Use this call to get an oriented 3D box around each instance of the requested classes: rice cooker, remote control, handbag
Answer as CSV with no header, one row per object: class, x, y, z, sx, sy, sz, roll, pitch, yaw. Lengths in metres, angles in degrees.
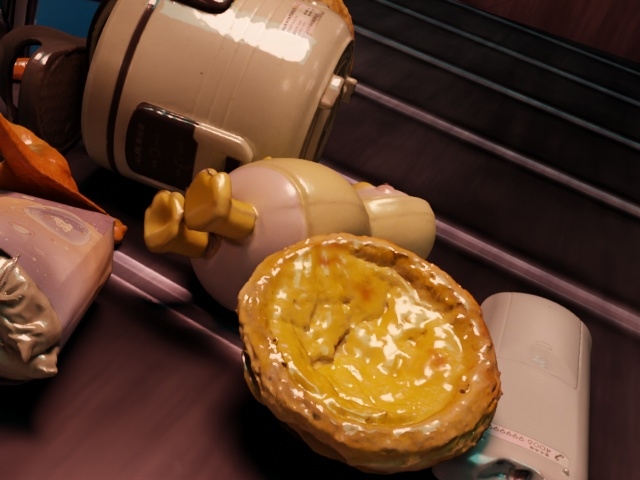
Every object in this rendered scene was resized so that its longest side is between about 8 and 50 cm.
rice cooker,-0.100,-0.139,0.899,0.244,0.226,0.226,24,24,6
remote control,0.157,0.109,0.739,0.103,0.051,0.293,22,24,8
handbag,-0.201,0.022,0.624,0.117,0.095,0.173,10,21,-3

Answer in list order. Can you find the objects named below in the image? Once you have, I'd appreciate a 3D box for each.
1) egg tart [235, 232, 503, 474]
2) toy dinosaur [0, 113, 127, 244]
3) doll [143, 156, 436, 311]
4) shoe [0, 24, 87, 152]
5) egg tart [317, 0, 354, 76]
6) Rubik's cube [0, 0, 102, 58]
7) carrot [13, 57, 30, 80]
egg tart,0.029,0.076,0.650,0.191,0.074,0.191,9,45,-9
toy dinosaur,-0.201,-0.039,0.714,0.142,0.057,0.212,36,-5,-12
doll,-0.004,-0.012,0.802,0.296,0.141,0.117,-8,74,-51
shoe,-0.270,-0.155,0.959,0.093,0.108,0.241,16,16,0
egg tart,-0.086,-0.234,1.047,0.288,0.288,0.118,20,51,4
Rubik's cube,-0.233,-0.371,1.238,0.283,0.289,0.293,4,24,-28
carrot,-0.314,-0.189,1.089,0.142,0.035,0.035,2,27,-23
